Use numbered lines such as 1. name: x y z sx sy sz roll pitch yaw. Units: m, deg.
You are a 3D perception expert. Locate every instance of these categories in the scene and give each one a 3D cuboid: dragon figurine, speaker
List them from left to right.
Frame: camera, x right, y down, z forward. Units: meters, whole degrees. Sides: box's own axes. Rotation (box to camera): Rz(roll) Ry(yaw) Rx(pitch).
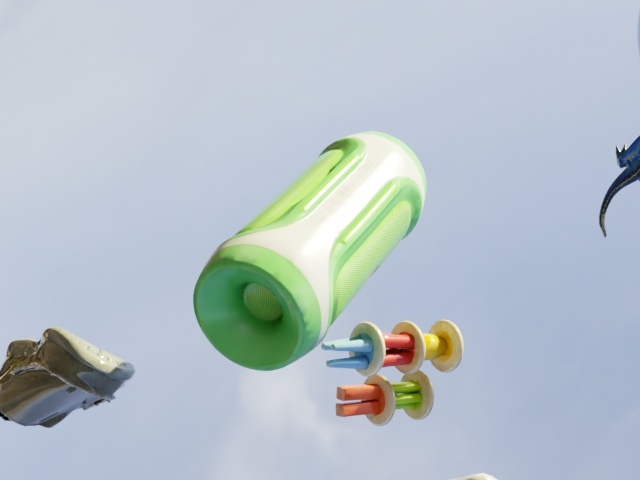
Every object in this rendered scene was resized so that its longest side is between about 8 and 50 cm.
1. speaker: 0.000 0.000 1.108 0.131 0.131 0.296 -22 -165 35
2. dragon figurine: 0.503 -0.130 1.757 0.289 0.085 0.144 -48 180 11

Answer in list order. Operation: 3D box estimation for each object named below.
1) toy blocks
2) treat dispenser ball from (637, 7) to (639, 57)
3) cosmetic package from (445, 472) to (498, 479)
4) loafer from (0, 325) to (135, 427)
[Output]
1. toy blocks: 0.053 0.131 1.145 0.054 0.148 0.123 55 -49 40
2. treat dispenser ball: 0.543 -0.265 1.460 0.288 0.288 0.288 -32 -150 21
3. cosmetic package: -0.008 0.295 0.436 0.217 0.156 0.385 -30 -153 59
4. loafer: -0.255 0.144 1.131 0.251 0.094 0.087 -18 -134 61
